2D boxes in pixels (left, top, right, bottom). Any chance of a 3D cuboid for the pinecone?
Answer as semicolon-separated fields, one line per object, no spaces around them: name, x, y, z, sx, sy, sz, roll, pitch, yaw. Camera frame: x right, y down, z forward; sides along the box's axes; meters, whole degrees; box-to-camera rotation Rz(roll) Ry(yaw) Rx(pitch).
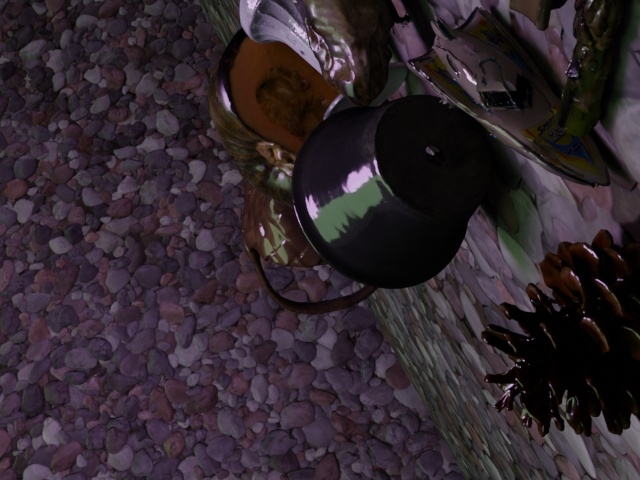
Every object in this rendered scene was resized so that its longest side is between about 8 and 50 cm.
pinecone;0.213;0.090;0.638;0.162;0.165;0.163;57;171;14

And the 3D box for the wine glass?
wine glass;0.007;-0.260;0.991;0.196;0.165;0.165;57;173;13

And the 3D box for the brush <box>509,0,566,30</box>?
brush;0.142;-0.240;0.447;0.043;0.036;0.247;53;163;38

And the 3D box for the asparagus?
asparagus;0.188;-0.131;0.533;0.165;0.030;0.036;71;-179;-57

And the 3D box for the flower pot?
flower pot;0.097;-0.073;0.869;0.235;0.235;0.148;62;155;6

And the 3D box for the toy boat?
toy boat;0.165;-0.114;0.644;0.210;0.084;0.066;49;173;27

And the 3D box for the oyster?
oyster;0.011;-0.312;0.824;0.197;0.133;0.336;-109;-1;-70

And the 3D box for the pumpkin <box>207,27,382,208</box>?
pumpkin;-0.032;-0.188;1.198;0.325;0.242;0.232;47;164;-14

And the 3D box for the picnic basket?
picnic basket;0.000;0.000;1.462;0.337;0.293;0.337;169;90;-81
